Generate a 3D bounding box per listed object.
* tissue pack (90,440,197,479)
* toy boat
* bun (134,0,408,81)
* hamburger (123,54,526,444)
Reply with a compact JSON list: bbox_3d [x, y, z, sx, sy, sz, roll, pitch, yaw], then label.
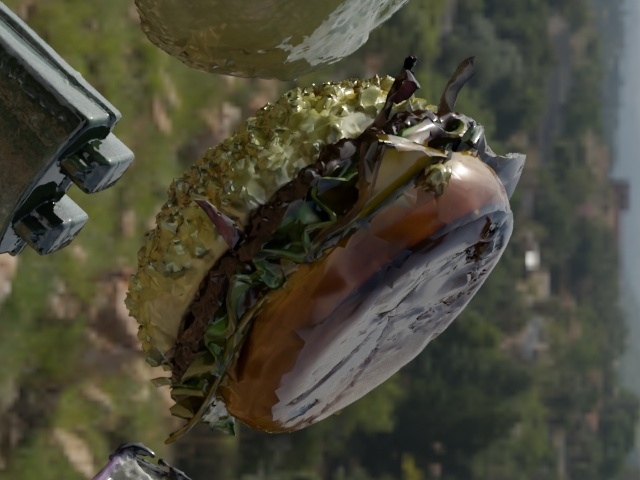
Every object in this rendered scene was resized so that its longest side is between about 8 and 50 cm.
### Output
[{"bbox_3d":[-0.112,0.370,1.434,0.122,0.259,0.361,-45,157,-44],"label":"tissue pack"},{"bbox_3d":[-0.282,-0.130,1.256,0.141,0.319,0.092,-50,171,22],"label":"toy boat"},{"bbox_3d":[0.000,-0.273,0.993,0.364,0.202,0.364,-1,90,-72],"label":"bun"},{"bbox_3d":[0.000,0.000,0.950,0.138,0.261,0.243,49,16,17],"label":"hamburger"}]
